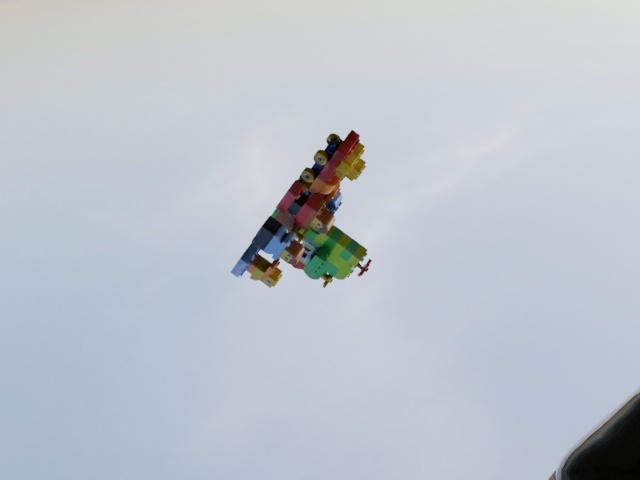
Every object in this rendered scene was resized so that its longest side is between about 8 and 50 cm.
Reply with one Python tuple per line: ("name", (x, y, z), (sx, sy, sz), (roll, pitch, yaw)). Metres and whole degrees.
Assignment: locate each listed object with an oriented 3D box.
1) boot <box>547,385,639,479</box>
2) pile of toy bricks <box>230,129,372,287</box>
("boot", (0.334, 0.008, 0.949), (0.146, 0.445, 0.367), (15, -164, 40))
("pile of toy bricks", (0.000, 0.000, 1.060), (0.118, 0.105, 0.212), (-55, -178, -36))
